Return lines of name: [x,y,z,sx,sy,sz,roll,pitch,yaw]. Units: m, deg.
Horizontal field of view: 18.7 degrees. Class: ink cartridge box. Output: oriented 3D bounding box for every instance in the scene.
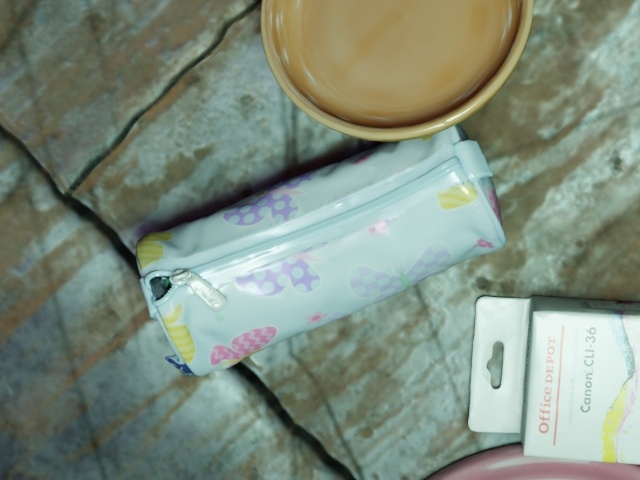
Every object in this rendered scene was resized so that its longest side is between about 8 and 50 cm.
ink cartridge box: [0.213,0.106,1.468,0.198,0.067,0.115,3,99,3]

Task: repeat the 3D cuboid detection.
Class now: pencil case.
pencil case: [0.000,0.000,1.432,0.273,0.124,0.113,-22,60,6]

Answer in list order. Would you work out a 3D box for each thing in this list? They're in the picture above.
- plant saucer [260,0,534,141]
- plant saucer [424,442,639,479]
plant saucer: [0.056,-0.163,1.399,0.200,0.037,0.200,-4,75,13]
plant saucer: [0.180,0.325,1.514,0.332,0.084,0.332,1,102,3]
